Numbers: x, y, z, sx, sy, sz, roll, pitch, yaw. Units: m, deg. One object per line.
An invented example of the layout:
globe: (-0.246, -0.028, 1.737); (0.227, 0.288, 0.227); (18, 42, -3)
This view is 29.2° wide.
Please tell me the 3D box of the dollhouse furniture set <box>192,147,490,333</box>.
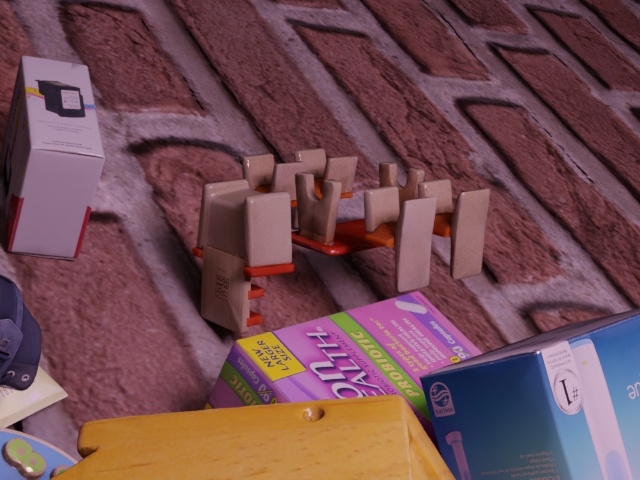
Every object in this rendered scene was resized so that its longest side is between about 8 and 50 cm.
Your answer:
dollhouse furniture set: (0.000, 0.000, 1.261); (0.259, 0.135, 0.262); (-10, 19, -39)

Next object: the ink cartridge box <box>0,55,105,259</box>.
ink cartridge box: (-0.272, -0.085, 1.230); (0.072, 0.127, 0.175); (6, 35, -22)

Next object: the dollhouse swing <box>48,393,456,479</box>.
dollhouse swing: (-0.012, 0.327, 0.767); (0.315, 0.305, 0.347); (-5, 34, 2)

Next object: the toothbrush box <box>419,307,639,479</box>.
toothbrush box: (0.228, 0.217, 0.986); (0.216, 0.126, 0.296); (-10, 85, -44)

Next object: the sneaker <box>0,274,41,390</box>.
sneaker: (-0.303, 0.116, 0.918); (0.086, 0.226, 0.163); (20, -11, 34)

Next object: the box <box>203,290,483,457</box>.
box: (0.056, 0.172, 1.081); (0.243, 0.117, 0.213); (-12, 47, -44)

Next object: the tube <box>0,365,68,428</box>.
tube: (-0.321, 0.065, 1.045); (0.240, 0.070, 0.062); (46, -7, 19)

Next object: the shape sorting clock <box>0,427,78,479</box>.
shape sorting clock: (-0.220, 0.219, 0.864); (0.206, 0.040, 0.206); (29, 37, -25)
